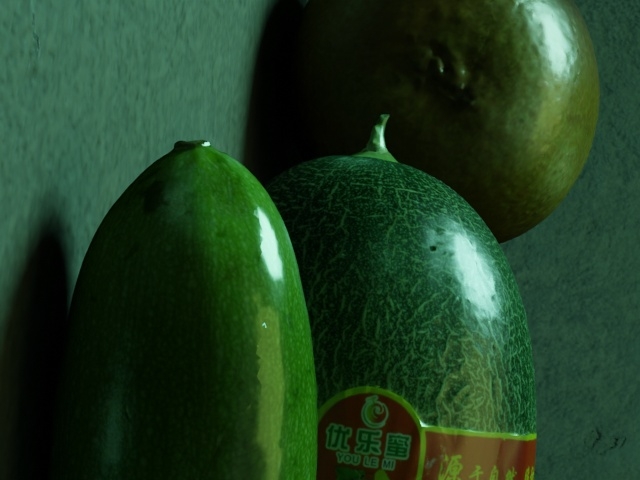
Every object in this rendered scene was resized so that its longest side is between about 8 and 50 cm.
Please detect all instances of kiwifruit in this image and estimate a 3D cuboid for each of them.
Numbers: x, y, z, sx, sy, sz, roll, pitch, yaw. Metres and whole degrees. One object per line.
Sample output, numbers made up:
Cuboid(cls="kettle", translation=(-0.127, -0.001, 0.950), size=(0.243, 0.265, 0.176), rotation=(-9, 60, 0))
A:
Cuboid(cls="kiwifruit", translation=(0.075, -0.090, 1.030), size=(0.234, 0.196, 0.196), rotation=(-35, 131, -80))

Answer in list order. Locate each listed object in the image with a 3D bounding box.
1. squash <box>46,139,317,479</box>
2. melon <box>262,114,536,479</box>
Cuboid(cls="squash", translation=(-0.057, 0.158, 0.668), size=(0.107, 0.107, 0.395), rotation=(-57, 153, -70))
Cuboid(cls="melon", translation=(0.011, 0.083, 0.788), size=(0.182, 0.182, 0.288), rotation=(15, 78, -80))
